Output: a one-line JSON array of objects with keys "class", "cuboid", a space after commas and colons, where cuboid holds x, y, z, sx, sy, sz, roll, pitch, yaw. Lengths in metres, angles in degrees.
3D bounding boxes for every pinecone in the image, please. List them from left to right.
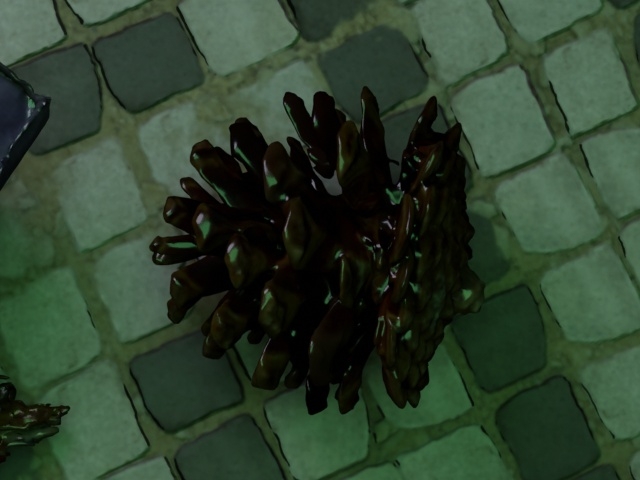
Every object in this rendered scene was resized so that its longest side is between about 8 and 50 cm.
[{"class": "pinecone", "cuboid": [-0.004, 0.007, 1.407, 0.264, 0.264, 0.264, 1, 81, -7]}]

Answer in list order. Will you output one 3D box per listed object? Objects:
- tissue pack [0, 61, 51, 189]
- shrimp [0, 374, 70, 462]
[{"class": "tissue pack", "cuboid": [-0.353, 0.027, 1.323, 0.125, 0.242, 0.343, 39, 65, -14]}, {"class": "shrimp", "cuboid": [-0.332, 0.180, 1.433, 0.294, 0.062, 0.154, -18, 94, -3]}]
